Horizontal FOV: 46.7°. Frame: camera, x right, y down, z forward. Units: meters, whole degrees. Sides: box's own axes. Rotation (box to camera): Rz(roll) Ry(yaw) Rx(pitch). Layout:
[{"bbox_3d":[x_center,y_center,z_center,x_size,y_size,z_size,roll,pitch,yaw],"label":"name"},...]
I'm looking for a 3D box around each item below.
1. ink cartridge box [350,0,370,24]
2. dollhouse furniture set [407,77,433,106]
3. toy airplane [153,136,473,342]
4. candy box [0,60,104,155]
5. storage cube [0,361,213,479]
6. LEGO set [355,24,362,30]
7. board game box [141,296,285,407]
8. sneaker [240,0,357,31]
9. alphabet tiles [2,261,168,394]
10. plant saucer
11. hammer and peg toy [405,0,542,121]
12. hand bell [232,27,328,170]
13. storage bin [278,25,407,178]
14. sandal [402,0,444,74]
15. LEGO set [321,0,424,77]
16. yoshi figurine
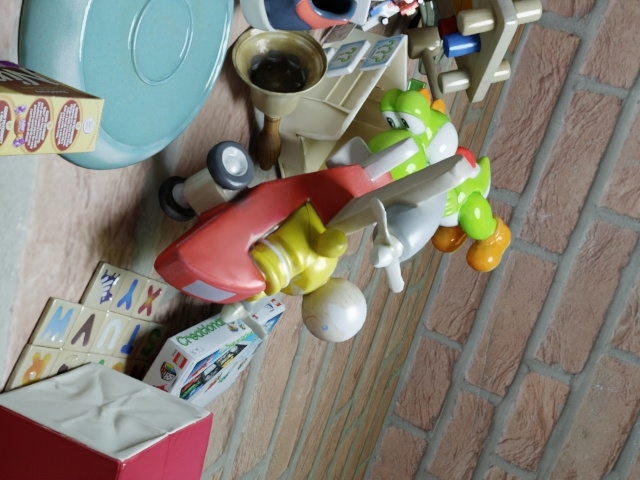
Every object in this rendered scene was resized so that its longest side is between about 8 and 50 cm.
[{"bbox_3d":[0.053,-0.417,1.080,0.060,0.104,0.180,-34,143,-59],"label":"ink cartridge box"},{"bbox_3d":[0.230,-0.338,1.696,0.151,0.076,0.059,-22,133,-63],"label":"dollhouse furniture set"},{"bbox_3d":[0.000,0.000,1.003,0.386,0.384,0.272,71,-1,-85],"label":"toy airplane"},{"bbox_3d":[-0.268,-0.103,0.560,0.186,0.109,0.053,-21,131,-64],"label":"candy box"},{"bbox_3d":[-0.258,0.274,0.839,0.183,0.215,0.193,-9,114,-67],"label":"storage cube"},{"bbox_3d":[0.066,-0.377,1.284,0.054,0.023,0.083,-51,156,-39],"label":"LEGO set"},{"bbox_3d":[-0.178,0.194,1.140,0.193,0.053,0.305,-56,168,19],"label":"board game box"},{"bbox_3d":[-0.021,-0.386,0.800,0.350,0.148,0.131,81,25,-51],"label":"sneaker"},{"bbox_3d":[-0.309,0.197,0.947,0.343,0.011,0.285,-65,161,-6],"label":"alphabet tiles"},{"bbox_3d":[-0.178,-0.218,0.779,0.318,0.043,0.318,-54,158,-34],"label":"plant saucer"},{"bbox_3d":[0.245,-0.369,1.259,0.361,0.127,0.266,92,-16,-73],"label":"hammer and peg toy"},{"bbox_3d":[-0.071,-0.177,1.068,0.126,0.126,0.242,-55,171,-31],"label":"hand bell"},{"bbox_3d":[0.040,-0.187,1.279,0.260,0.123,0.262,-58,160,-25],"label":"storage bin"},{"bbox_3d":[0.206,-0.480,1.472,0.120,0.086,0.303,-44,136,-38],"label":"sandal"},{"bbox_3d":[0.067,-0.341,1.140,0.060,0.182,0.244,58,48,-34],"label":"LEGO set"},{"bbox_3d":[0.178,-0.085,1.268,0.362,0.203,0.203,52,30,-35],"label":"yoshi figurine"}]
